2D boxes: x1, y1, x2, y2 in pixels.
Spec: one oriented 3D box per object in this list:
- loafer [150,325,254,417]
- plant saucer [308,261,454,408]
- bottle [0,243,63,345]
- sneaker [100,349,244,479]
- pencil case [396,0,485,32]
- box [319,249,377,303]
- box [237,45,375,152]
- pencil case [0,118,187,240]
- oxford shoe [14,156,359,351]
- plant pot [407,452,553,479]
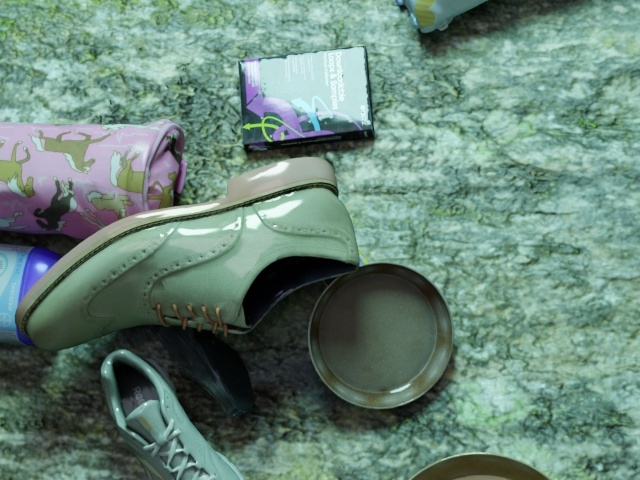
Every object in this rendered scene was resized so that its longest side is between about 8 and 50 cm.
[{"bbox_3d":[-0.137,0.141,1.734,0.061,0.062,0.170,-46,63,25],"label":"loafer"},{"bbox_3d":[0.067,0.107,1.697,0.168,0.029,0.168,0,92,-9],"label":"plant saucer"},{"bbox_3d":[-0.444,0.057,1.778,0.283,0.092,0.118,6,78,10],"label":"bottle"},{"bbox_3d":[-0.173,0.233,1.668,0.099,0.121,0.262,-38,71,-5],"label":"sneaker"},{"bbox_3d":[0.220,-0.350,1.813,0.273,0.113,0.124,-20,78,1],"label":"pencil case"},{"bbox_3d":[0.000,0.000,1.757,0.059,0.054,0.169,-34,70,-5],"label":"box"},{"bbox_3d":[-0.018,-0.175,1.831,0.162,0.029,0.116,-6,71,4],"label":"box"},{"bbox_3d":[-0.356,-0.075,1.771,0.386,0.167,0.160,3,51,9],"label":"pencil case"},{"bbox_3d":[-0.147,0.045,1.656,0.397,0.140,0.146,-25,65,2],"label":"oxford shoe"},{"bbox_3d":[0.176,0.351,1.629,0.236,0.032,0.236,-2,72,8],"label":"plant pot"}]
